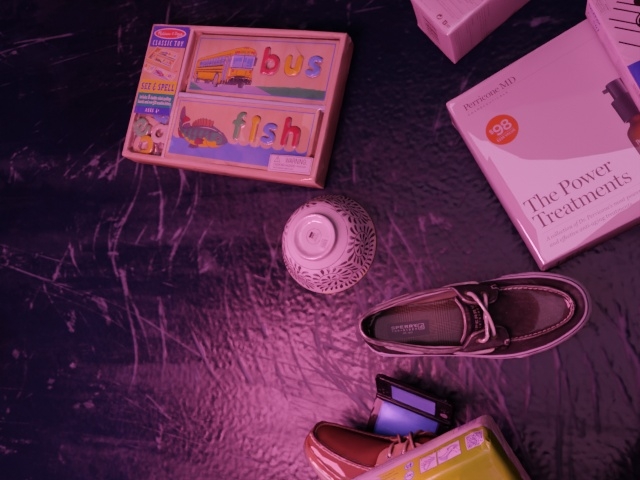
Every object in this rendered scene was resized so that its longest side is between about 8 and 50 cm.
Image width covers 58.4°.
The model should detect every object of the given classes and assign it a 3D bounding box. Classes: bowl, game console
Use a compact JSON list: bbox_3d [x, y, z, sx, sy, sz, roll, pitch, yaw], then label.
[{"bbox_3d":[0.000,0.000,0.941,0.170,0.080,0.170,-3,81,19],"label":"bowl"},{"bbox_3d":[0.131,0.268,0.859,0.122,0.107,0.071,17,59,20],"label":"game console"}]

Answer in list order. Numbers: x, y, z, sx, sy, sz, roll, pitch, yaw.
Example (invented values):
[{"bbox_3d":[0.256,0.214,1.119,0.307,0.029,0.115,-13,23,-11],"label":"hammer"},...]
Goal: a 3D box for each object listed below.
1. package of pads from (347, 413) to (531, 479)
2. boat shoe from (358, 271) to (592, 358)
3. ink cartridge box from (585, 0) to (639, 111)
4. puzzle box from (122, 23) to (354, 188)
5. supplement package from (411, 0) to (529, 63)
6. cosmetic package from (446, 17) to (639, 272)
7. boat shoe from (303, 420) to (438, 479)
[{"bbox_3d":[0.182,0.390,0.697,0.229,0.101,0.296,-32,90,16],"label":"package of pads"},{"bbox_3d":[0.215,0.120,0.825,0.335,0.119,0.121,-15,77,17],"label":"boat shoe"},{"bbox_3d":[0.439,-0.248,0.746,0.097,0.046,0.207,-24,73,15],"label":"ink cartridge box"},{"bbox_3d":[-0.158,-0.256,1.052,0.409,0.052,0.272,9,84,20],"label":"puzzle box"},{"bbox_3d":[0.246,-0.393,0.904,0.179,0.105,0.105,-39,71,9],"label":"supplement package"},{"bbox_3d":[0.416,-0.169,0.817,0.377,0.097,0.284,-30,70,12],"label":"cosmetic package"},{"bbox_3d":[0.136,0.321,0.811,0.324,0.123,0.116,18,109,11],"label":"boat shoe"}]
